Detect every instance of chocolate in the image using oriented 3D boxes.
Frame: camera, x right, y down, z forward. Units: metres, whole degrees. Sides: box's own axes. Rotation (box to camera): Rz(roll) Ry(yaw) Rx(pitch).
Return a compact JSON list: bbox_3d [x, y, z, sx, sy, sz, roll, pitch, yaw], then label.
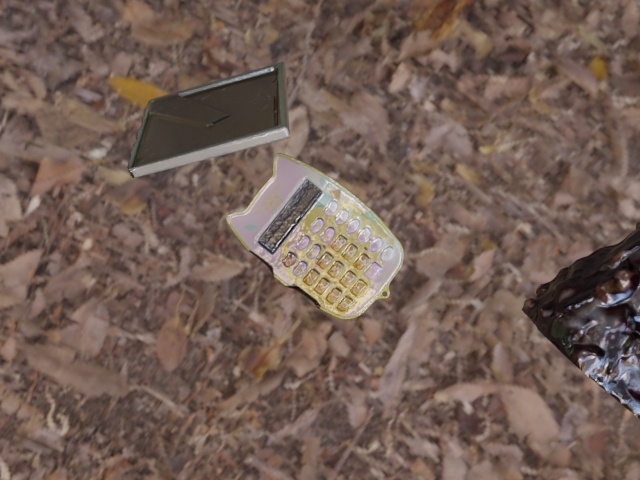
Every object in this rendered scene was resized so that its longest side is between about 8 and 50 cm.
[{"bbox_3d":[0.235,0.047,0.755,0.156,0.133,0.156,37,11,-8],"label":"chocolate"}]

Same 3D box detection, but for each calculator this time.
[{"bbox_3d":[0.000,0.000,1.478,0.236,0.157,0.033,40,11,1],"label":"calculator"}]

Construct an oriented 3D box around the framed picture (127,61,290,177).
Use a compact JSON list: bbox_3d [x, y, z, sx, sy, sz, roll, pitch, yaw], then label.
[{"bbox_3d":[-0.132,-0.152,1.352,0.192,0.018,0.265,-14,25,4],"label":"framed picture"}]
